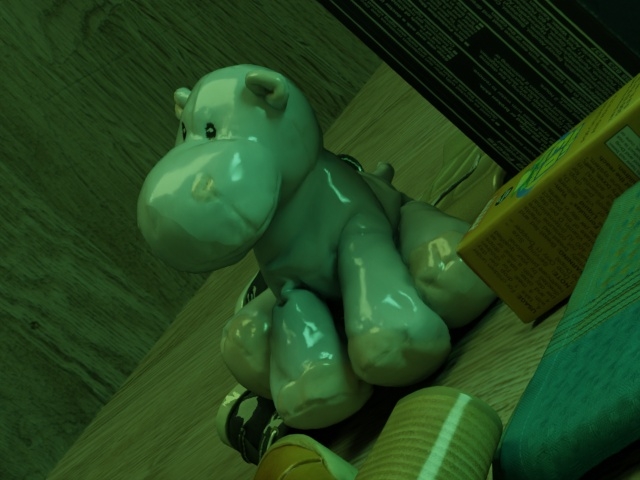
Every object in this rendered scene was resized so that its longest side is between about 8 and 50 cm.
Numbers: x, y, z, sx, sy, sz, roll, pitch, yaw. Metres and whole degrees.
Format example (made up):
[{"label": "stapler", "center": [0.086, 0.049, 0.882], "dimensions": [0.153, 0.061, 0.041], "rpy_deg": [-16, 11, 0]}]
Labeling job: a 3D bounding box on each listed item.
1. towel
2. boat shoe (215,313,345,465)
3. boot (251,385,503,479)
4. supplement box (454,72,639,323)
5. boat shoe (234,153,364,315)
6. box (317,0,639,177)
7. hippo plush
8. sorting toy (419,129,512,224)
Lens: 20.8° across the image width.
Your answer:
[{"label": "towel", "center": [0.244, -0.024, 0.851], "dimensions": [0.370, 0.040, 0.271], "rpy_deg": [-39, 12, 44]}, {"label": "boat shoe", "center": [0.021, 0.105, 1.465], "dimensions": [0.233, 0.084, 0.079], "rpy_deg": [-43, 41, -17]}, {"label": "boot", "center": [-0.016, 0.205, 0.922], "dimensions": [0.211, 0.104, 0.295], "rpy_deg": [-59, 7, -31]}, {"label": "supplement box", "center": [0.190, -0.041, 1.122], "dimensions": [0.233, 0.080, 0.078], "rpy_deg": [-45, 5, 43]}, {"label": "boat shoe", "center": [0.000, 0.000, 2.022], "dimensions": [0.091, 0.114, 0.302], "rpy_deg": [-42, 21, 48]}, {"label": "box", "center": [0.165, -0.210, 1.304], "dimensions": [0.183, 0.296, 0.294], "rpy_deg": [-51, 7, -19]}, {"label": "hippo plush", "center": [-0.003, -0.028, 1.337], "dimensions": [0.234, 0.236, 0.294], "rpy_deg": [0, 49, 49]}, {"label": "sorting toy", "center": [0.127, -0.040, 1.728], "dimensions": [0.307, 0.041, 0.229], "rpy_deg": [-41, 14, 47]}]
